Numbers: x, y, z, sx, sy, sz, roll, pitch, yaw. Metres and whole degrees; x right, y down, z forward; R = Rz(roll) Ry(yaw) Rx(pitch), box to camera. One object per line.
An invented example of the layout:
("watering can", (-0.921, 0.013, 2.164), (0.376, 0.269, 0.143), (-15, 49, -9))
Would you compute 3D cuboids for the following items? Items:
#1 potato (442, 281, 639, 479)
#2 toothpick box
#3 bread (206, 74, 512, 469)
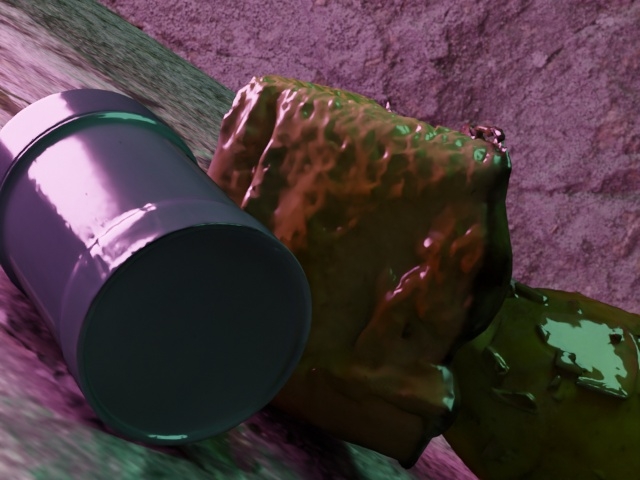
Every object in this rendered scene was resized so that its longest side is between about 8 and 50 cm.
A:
("potato", (0.186, 0.125, 0.800), (0.300, 0.140, 0.173), (35, 11, -16))
("toothpick box", (-0.081, 0.007, 0.586), (0.101, 0.101, 0.153), (28, 10, -37))
("bread", (-0.006, 0.000, 0.696), (0.133, 0.174, 0.251), (14, 10, -17))
